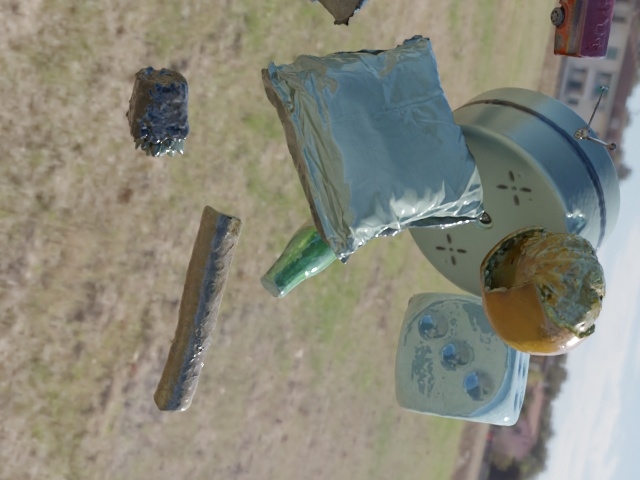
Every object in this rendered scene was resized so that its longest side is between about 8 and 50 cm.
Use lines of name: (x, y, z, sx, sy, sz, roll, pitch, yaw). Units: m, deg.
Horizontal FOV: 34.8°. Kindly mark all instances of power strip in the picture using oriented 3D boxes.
power strip: (0.296, -0.073, 1.674, 0.161, 0.357, 0.358, -38, 144, -37)

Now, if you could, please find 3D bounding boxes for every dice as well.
dice: (0.320, 0.264, 2.264, 0.264, 0.262, 0.268, 34, 65, -69)

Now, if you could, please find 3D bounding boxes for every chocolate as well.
chocolate: (0.000, 0.000, 1.933, 0.291, 0.110, 0.110, -43, 151, -28)

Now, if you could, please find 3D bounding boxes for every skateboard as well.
skateboard: (0.407, -0.176, 1.460, 0.032, 0.064, 0.083, -6, 117, -51)

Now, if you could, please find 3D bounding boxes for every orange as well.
orange: (0.252, 0.055, 1.172, 0.156, 0.134, 0.157, -41, -143, 41)

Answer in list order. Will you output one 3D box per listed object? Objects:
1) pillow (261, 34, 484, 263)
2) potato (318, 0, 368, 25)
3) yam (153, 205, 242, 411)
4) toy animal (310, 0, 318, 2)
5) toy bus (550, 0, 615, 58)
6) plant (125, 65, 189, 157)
pillow: (0.090, -0.141, 1.482, 0.138, 0.283, 0.310, -28, -99, 66)
potato: (-0.003, -0.445, 1.477, 0.098, 0.243, 0.138, -49, -176, -36)
yam: (-0.176, 0.101, 1.455, 0.066, 0.066, 0.300, 6, 100, -78)
toy animal: (0.056, -0.455, 1.599, 0.127, 0.181, 0.131, -7, 90, -45)
toy bus: (0.371, -0.347, 1.408, 0.077, 0.065, 0.192, 34, -57, 58)
plant: (-0.347, -0.264, 2.183, 0.132, 0.129, 0.195, -114, -152, -55)
